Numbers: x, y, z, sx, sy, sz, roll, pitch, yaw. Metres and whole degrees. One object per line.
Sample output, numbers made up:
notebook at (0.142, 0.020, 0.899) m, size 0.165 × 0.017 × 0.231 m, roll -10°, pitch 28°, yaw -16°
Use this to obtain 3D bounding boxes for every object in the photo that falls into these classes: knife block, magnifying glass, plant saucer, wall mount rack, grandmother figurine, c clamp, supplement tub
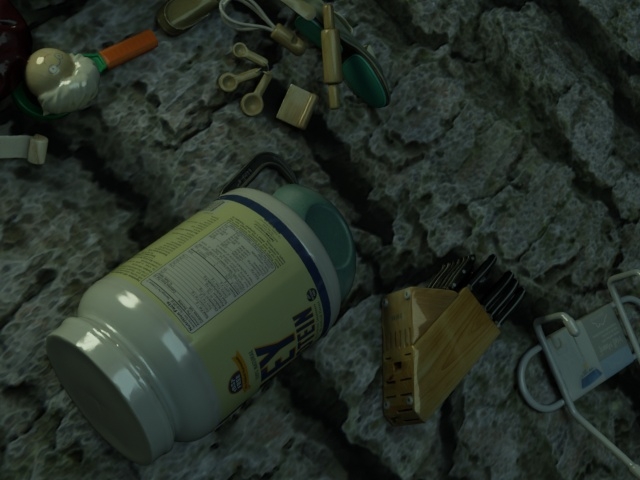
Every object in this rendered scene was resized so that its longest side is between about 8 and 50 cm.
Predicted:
knife block at (0.219, 0.155, 1.506) m, size 0.242 × 0.088 × 0.275 m, roll 8°, pitch 73°, yaw -27°
magnifying glass at (-0.328, -0.242, 1.347) m, size 0.231 × 0.026 × 0.092 m, roll -34°, pitch 94°, yaw -29°
plant saucer at (0.000, 0.000, 1.415) m, size 0.195 × 0.037 × 0.195 m, roll 30°, pitch 48°, yaw -39°
wall mount rack at (0.513, 0.228, 1.626) m, size 0.350 × 0.130 × 0.304 m, roll -23°, pitch 89°, yaw -31°
grandmother figurine at (-0.451, -0.247, 1.219) m, size 0.342 × 0.104 × 0.207 m, roll 19°, pitch 77°, yaw -15°
c clamp at (-0.081, -0.051, 1.436) m, size 0.137 × 0.022 × 0.160 m, roll 39°, pitch 63°, yaw -9°
supplement tub at (-0.157, 0.106, 1.225) m, size 0.325 × 0.235 × 0.235 m, roll -38°, pitch 97°, yaw -31°

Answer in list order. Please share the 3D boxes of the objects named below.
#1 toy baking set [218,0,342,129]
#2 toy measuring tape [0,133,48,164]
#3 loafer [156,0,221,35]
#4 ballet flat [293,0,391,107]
toy baking set at (-0.058, -0.298, 1.461) m, size 0.197 × 0.030 × 0.256 m, roll -1°, pitch 94°, yaw -20°
toy measuring tape at (-0.490, -0.093, 1.158) m, size 0.330 × 0.121 × 0.121 m, roll -1°, pitch 78°, yaw -29°
loafer at (-0.185, -0.360, 1.439) m, size 0.056 × 0.050 × 0.148 m, roll 51°, pitch 59°, yaw -8°
ballet flat at (0.048, -0.308, 1.545) m, size 0.213 × 0.072 × 0.068 m, roll 44°, pitch 56°, yaw -12°
